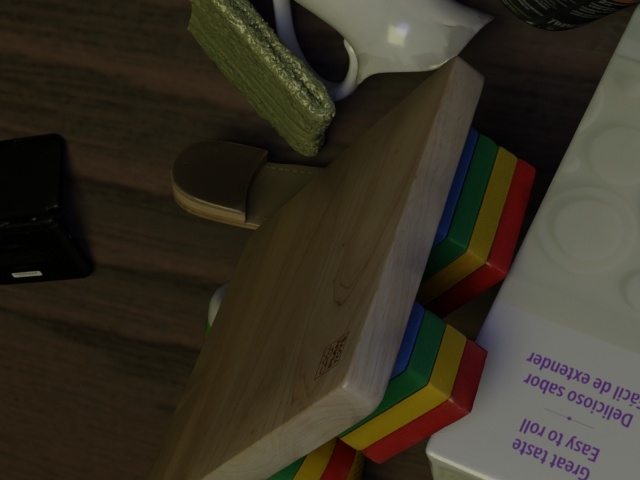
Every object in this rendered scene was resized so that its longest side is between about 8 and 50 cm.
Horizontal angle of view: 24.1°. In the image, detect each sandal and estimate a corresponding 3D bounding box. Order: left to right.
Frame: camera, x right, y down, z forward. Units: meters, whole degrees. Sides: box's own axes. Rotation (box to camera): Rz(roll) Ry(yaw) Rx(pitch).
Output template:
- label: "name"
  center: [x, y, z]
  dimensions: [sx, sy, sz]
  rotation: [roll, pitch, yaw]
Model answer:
- label: "sandal"
  center: [0.002, -0.005, 1.132]
  dimensions: [0.240, 0.088, 0.079]
  rotation: [18, 148, 10]

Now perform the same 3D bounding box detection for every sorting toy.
- label: "sorting toy"
  center: [0.015, 0.056, 0.925]
  dimensions: [0.089, 0.257, 0.255]
  rotation: [34, 139, -15]

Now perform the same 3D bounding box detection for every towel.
- label: "towel"
  center: [-0.045, -0.131, 1.097]
  dimensions: [0.027, 0.110, 0.148]
  rotation: [-40, 84, -14]

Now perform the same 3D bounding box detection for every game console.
- label: "game console"
  center: [-0.255, -0.023, 1.273]
  dimensions: [0.122, 0.071, 0.107]
  rotation: [-5, 134, 27]

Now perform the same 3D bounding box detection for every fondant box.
- label: "fondant box"
  center: [0.240, 0.044, 0.901]
  dimensions: [0.238, 0.096, 0.330]
  rotation: [22, 71, 17]

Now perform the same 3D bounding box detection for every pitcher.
- label: "pitcher"
  center: [-0.002, -0.200, 1.043]
  dimensions: [0.177, 0.125, 0.207]
  rotation: [-23, 108, 45]

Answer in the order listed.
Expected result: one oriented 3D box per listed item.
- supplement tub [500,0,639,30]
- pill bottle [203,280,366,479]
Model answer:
- label: "supplement tub"
  center: [0.192, -0.205, 0.906]
  dimensions: [0.190, 0.117, 0.117]
  rotation: [-16, 100, 54]
- label: "pill bottle"
  center: [-0.032, 0.161, 1.156]
  dimensions: [0.136, 0.136, 0.246]
  rotation: [17, 113, 20]
